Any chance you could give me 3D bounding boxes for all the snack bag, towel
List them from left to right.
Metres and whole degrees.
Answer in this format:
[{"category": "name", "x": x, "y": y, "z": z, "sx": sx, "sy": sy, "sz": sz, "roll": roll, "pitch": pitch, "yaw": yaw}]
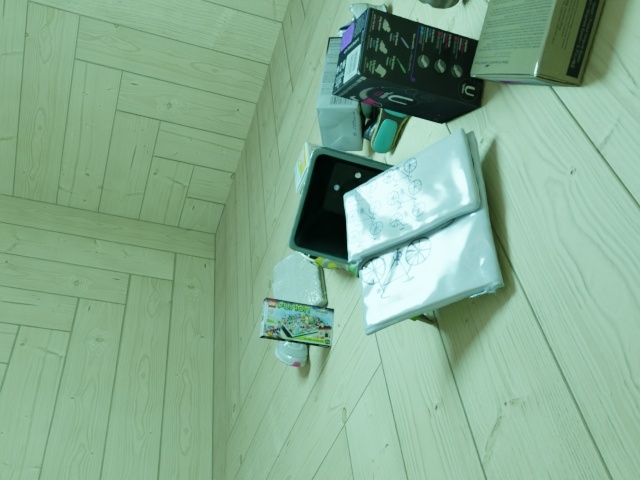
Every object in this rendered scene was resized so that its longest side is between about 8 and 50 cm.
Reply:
[{"category": "towel", "x": -0.070, "y": 0.135, "z": 2.196, "sx": 0.187, "sy": 0.049, "sz": 0.282, "roll": -35, "pitch": 38, "yaw": 23}, {"category": "snack bag", "x": 0.179, "y": -0.010, "z": 1.330, "sx": 0.323, "sy": 0.037, "sz": 0.343, "roll": -26, "pitch": 54, "yaw": 35}]

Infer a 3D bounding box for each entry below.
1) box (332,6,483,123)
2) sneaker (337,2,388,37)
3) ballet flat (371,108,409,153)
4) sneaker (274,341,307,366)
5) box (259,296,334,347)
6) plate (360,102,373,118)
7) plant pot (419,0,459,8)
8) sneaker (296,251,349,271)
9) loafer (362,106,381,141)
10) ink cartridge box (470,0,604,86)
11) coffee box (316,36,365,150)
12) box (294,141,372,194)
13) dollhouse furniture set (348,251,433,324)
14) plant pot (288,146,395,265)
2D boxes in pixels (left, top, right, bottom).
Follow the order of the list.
[{"category": "box", "x": 0.182, "y": -0.351, "z": 1.424, "sx": 0.165, "sy": 0.270, "sz": 0.143, "roll": 170, "pitch": 110, "yaw": -72}, {"category": "sneaker", "x": 0.101, "y": -0.581, "z": 2.085, "sx": 0.111, "sy": 0.129, "sz": 0.297, "roll": -106, "pitch": 30, "yaw": -53}, {"category": "ballet flat", "x": 0.185, "y": -0.326, "z": 1.746, "sx": 0.073, "sy": 0.080, "sz": 0.232, "roll": -75, "pitch": 10, "yaw": -49}, {"category": "sneaker", "x": -0.087, "y": 0.294, "z": 2.194, "sx": 0.252, "sy": 0.103, "sz": 0.111, "roll": -105, "pitch": 29, "yaw": -54}, {"category": "box", "x": -0.067, "y": 0.236, "z": 1.979, "sx": 0.036, "sy": 0.207, "sz": 0.114, "roll": 138, "pitch": 140, "yaw": -63}, {"category": "plate", "x": 0.150, "y": -0.421, "z": 1.862, "sx": 0.188, "sy": 0.024, "sz": 0.188, "roll": 10, "pitch": -90, "yaw": -69}, {"category": "plant pot", "x": 0.274, "y": -0.608, "z": 1.502, "sx": 0.165, "sy": 0.167, "sz": 0.167, "roll": 114, "pitch": 160, "yaw": -56}, {"category": "sneaker", "x": 0.000, "y": 0.000, "z": 2.017, "sx": 0.384, "sy": 0.147, "sz": 0.145, "roll": -167, "pitch": 86, "yaw": -74}, {"category": "loafer", "x": 0.172, "y": -0.337, "z": 1.844, "sx": 0.061, "sy": 0.062, "sz": 0.170, "roll": 35, "pitch": 122, "yaw": 29}, {"category": "ink cartridge box", "x": 0.362, "y": -0.362, "z": 1.163, "sx": 0.234, "sy": 0.088, "sz": 0.193, "roll": -137, "pitch": 58, "yaw": -70}, {"category": "coffee box", "x": 0.069, "y": -0.415, "z": 1.944, "sx": 0.168, "sy": 0.118, "sz": 0.297, "roll": 80, "pitch": -165, "yaw": -52}, {"category": "box", "x": 0.039, "y": -0.179, "z": 1.901, "sx": 0.114, "sy": 0.203, "sz": 0.103, "roll": -97, "pitch": 24, "yaw": -45}, {"category": "dollhouse furniture set", "x": 0.229, "y": 0.001, "z": 1.417, "sx": 0.197, "sy": 0.151, "sz": 0.301, "roll": 39, "pitch": 101, "yaw": 48}, {"category": "plant pot", "x": 0.078, "y": -0.097, "z": 1.687, "sx": 0.252, "sy": 0.247, "sz": 0.247, "roll": -80, "pitch": 5, "yaw": -74}]
